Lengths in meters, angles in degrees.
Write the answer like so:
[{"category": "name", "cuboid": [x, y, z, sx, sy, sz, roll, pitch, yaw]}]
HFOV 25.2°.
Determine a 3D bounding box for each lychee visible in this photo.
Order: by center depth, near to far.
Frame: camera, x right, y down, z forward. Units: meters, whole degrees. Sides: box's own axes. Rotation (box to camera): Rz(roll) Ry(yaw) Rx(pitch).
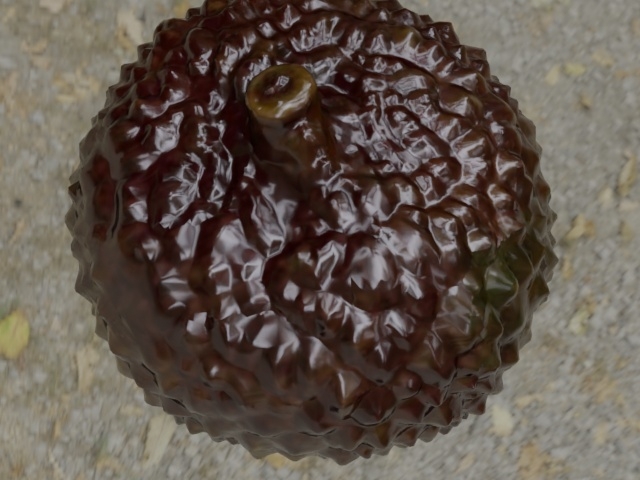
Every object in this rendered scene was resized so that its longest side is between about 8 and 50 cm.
[{"category": "lychee", "cuboid": [0.000, 0.000, 0.697, 0.235, 0.271, 0.236, -5, 66, 12]}]
